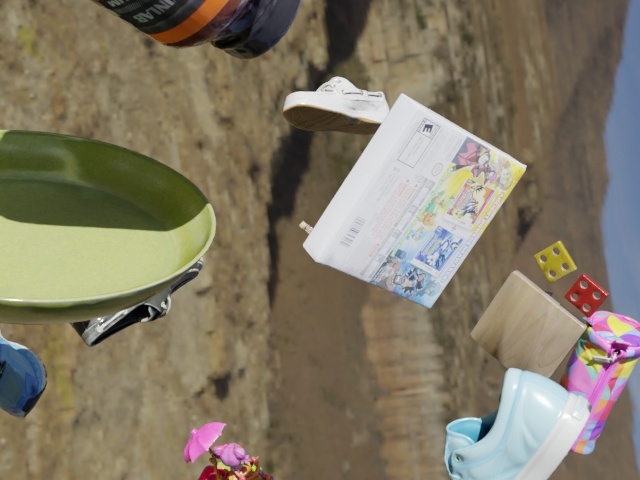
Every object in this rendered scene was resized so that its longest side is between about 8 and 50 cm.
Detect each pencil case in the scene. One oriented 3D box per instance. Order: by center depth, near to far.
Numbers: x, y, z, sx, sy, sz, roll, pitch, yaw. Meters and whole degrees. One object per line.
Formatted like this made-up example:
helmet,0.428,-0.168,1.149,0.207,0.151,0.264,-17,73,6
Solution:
pencil case,0.410,0.216,1.734,0.104,0.104,0.236,-83,-173,-58

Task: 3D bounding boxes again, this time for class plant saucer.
plant saucer,-0.190,-0.009,0.753,0.241,0.241,0.037,-79,179,-64

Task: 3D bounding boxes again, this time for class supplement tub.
supplement tub,-0.100,-0.178,0.645,0.198,0.106,0.106,28,47,-39

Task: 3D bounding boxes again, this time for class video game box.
video game box,0.108,-0.039,1.289,0.187,0.205,0.048,25,15,-36

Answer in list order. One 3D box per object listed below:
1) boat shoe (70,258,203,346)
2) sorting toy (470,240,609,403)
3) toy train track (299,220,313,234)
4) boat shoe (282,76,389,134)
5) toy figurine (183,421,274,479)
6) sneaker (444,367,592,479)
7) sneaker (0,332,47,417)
boat shoe,-0.248,0.083,1.608,0.070,0.219,0.077,51,-32,18
sorting toy,0.312,0.121,1.670,0.046,0.132,0.274,-24,148,-53
toy train track,0.000,0.000,1.832,0.083,0.048,0.014,40,19,-10
boat shoe,0.028,-0.262,2.171,0.277,0.098,0.096,3,75,-50
toy figurine,-0.145,0.356,1.792,0.130,0.173,0.159,-59,146,-37
sneaker,0.227,0.324,1.616,0.366,0.150,0.135,-60,170,22
sneaker,-0.327,0.111,1.090,0.162,0.063,0.073,38,8,28
